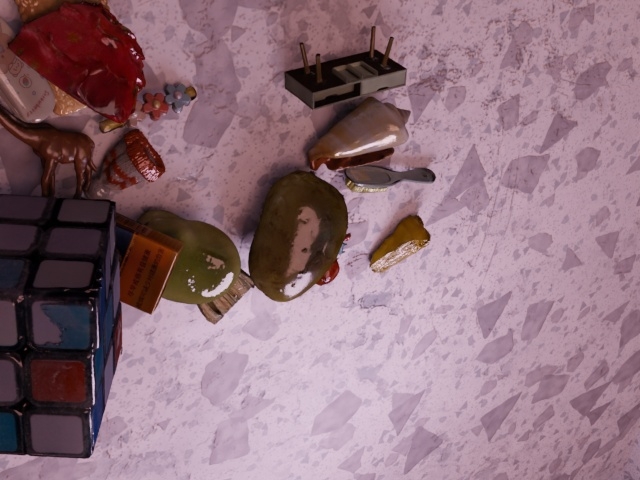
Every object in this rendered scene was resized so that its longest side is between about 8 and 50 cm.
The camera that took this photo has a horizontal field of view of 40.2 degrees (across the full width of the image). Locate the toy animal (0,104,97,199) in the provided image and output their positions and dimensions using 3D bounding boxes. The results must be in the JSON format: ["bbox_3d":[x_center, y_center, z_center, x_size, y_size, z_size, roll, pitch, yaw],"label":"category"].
[{"bbox_3d":[-0.525,-0.176,1.611,0.224,0.066,0.230,-17,117,-33],"label":"toy animal"}]

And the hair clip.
[{"bbox_3d":[-0.334,-0.260,1.706,0.213,0.056,0.062,-26,100,-19],"label":"hair clip"}]

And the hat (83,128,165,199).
[{"bbox_3d":[-0.400,-0.136,1.736,0.162,0.094,0.112,-30,126,8],"label":"hat"}]

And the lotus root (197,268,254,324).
[{"bbox_3d":[-0.241,0.094,2.011,0.143,0.070,0.144,-38,121,-5],"label":"lotus root"}]

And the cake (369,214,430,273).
[{"bbox_3d":[0.197,-0.001,2.302,0.079,0.116,0.185,23,136,-40],"label":"cake"}]

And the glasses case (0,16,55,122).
[{"bbox_3d":[-0.534,-0.295,1.510,0.081,0.051,0.204,-56,134,-32],"label":"glasses case"}]

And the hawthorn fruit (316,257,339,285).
[{"bbox_3d":[0.008,0.066,2.174,0.093,0.093,0.093,-20,130,-25],"label":"hawthorn fruit"}]

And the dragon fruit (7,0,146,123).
[{"bbox_3d":[-0.390,-0.298,1.530,0.163,0.189,0.261,-31,147,18],"label":"dragon fruit"}]

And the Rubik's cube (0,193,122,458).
[{"bbox_3d":[-0.546,0.144,1.545,0.363,0.362,0.359,1,122,-7],"label":"Rubik's cube"}]

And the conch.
[{"bbox_3d":[0.086,-0.251,2.004,0.255,0.127,0.158,-14,161,-2],"label":"conch"}]

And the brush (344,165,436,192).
[{"bbox_3d":[0.167,-0.145,2.166,0.296,0.068,0.060,-3,141,-38],"label":"brush"}]

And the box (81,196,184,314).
[{"bbox_3d":[-0.412,0.029,1.746,0.237,0.070,0.152,25,108,-1],"label":"box"}]

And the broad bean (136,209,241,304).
[{"bbox_3d":[-0.287,0.044,1.868,0.263,0.121,0.189,30,92,-28],"label":"broad bean"}]

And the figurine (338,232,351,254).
[{"bbox_3d":[0.000,0.000,2.135,0.140,0.068,0.075,3,121,-31],"label":"figurine"}]

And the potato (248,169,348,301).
[{"bbox_3d":[-0.055,-0.008,1.993,0.210,0.173,0.308,20,97,-40],"label":"potato"}]

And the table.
[{"bbox_3d":[0.055,-0.377,1.867,0.240,0.121,0.111,-19,130,-26],"label":"table"}]

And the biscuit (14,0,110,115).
[{"bbox_3d":[-0.441,-0.356,1.572,0.160,0.030,0.250,-26,132,-19],"label":"biscuit"}]
